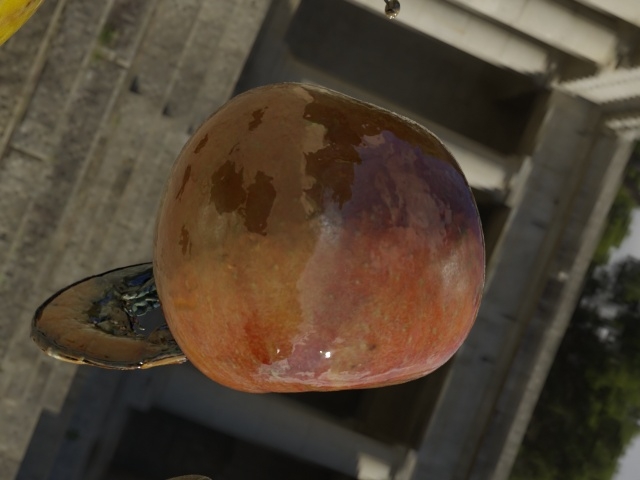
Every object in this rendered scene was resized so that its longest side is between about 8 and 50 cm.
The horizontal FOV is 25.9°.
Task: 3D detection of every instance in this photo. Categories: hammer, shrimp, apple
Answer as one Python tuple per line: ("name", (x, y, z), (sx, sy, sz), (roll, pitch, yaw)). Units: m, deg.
("hammer", (0.034, -0.249, 1.232), (0.014, 0.123, 0.029), (-25, -156, 29))
("shrimp", (-0.196, 0.083, 1.663), (0.222, 0.290, 0.054), (21, -56, 43))
("apple", (0.000, 0.000, 1.037), (0.254, 0.253, 0.253), (-60, -164, 29))

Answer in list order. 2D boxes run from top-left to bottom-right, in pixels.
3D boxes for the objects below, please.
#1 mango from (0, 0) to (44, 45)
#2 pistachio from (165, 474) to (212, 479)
("mango", (-0.285, -0.241, 0.597), (0.232, 0.445, 0.300), (4, -114, 41))
("pistachio", (-0.179, 0.332, 1.451), (0.226, 0.136, 0.136), (-33, -174, -16))
